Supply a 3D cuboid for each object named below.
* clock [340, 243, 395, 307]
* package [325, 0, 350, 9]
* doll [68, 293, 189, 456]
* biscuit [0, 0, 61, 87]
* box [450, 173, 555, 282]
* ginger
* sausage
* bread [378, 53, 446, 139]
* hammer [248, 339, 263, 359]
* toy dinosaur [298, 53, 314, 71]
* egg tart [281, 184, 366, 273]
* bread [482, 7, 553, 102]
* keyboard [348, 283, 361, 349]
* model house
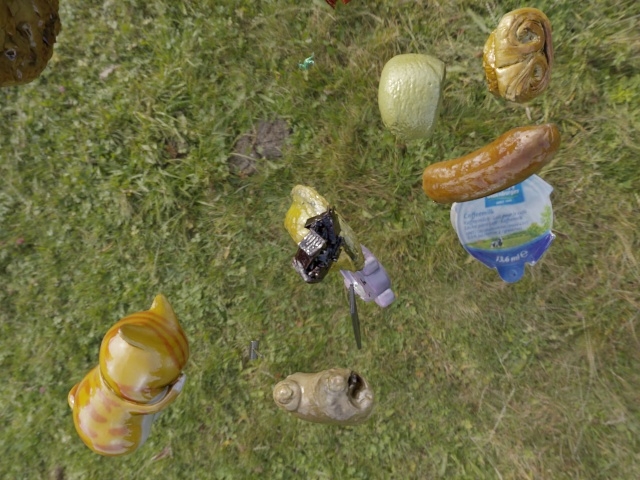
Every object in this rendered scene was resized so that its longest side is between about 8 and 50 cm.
[{"bbox_3d":[0.166,0.128,1.745,0.113,0.322,0.295,-35,116,-12],"label":"clock"},{"bbox_3d":[0.181,-1.025,1.559,0.423,0.196,0.123,-6,69,30],"label":"package"},{"bbox_3d":[-0.327,0.243,0.739,0.162,0.166,0.269,34,107,-14],"label":"doll"},{"bbox_3d":[-0.453,-0.348,0.536,0.081,0.334,0.289,0,114,6],"label":"biscuit"},{"bbox_3d":[0.489,-0.046,1.178,0.262,0.206,0.291,-14,97,5],"label":"box"},{"bbox_3d":[0.000,0.384,1.046,0.221,0.130,0.275,18,146,-13],"label":"ginger"},{"bbox_3d":[0.326,-0.143,0.821,0.270,0.109,0.109,-24,94,50],"label":"sausage"},{"bbox_3d":[0.345,-0.550,1.606,0.237,0.320,0.320,10,100,14],"label":"bread"},{"bbox_3d":[-0.116,0.209,0.782,0.019,0.110,0.035,5,82,-18],"label":"hammer"},{"bbox_3d":[-0.054,-0.695,1.630,0.062,0.021,0.083,16,138,9],"label":"toy dinosaur"},{"bbox_3d":[-0.006,-0.018,1.492,0.169,0.388,0.388,-39,90,-8],"label":"egg tart"},{"bbox_3d":[0.540,-0.495,1.135,0.198,0.120,0.236,-25,113,-25],"label":"bread"},{"bbox_3d":[0.056,0.128,0.680,0.010,0.155,0.053,-5,55,6],"label":"keyboard"},{"bbox_3d":[0.007,0.008,1.176,0.141,0.203,0.164,31,122,-6],"label":"model house"}]
